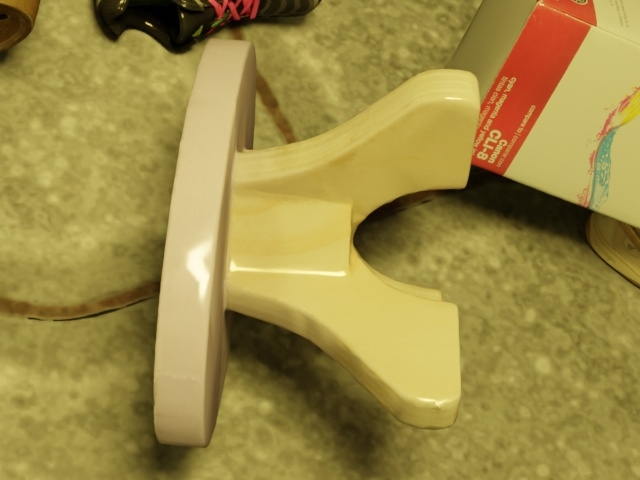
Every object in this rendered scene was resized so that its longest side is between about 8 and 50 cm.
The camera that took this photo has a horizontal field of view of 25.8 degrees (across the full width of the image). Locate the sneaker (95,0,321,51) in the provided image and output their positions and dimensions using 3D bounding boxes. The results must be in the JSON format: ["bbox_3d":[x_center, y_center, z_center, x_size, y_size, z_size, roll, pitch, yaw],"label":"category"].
[{"bbox_3d":[-0.080,-0.166,0.978,0.170,0.063,0.075,4,61,-12],"label":"sneaker"}]

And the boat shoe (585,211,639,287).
[{"bbox_3d":[0.271,0.022,1.000,0.170,0.059,0.063,33,57,0],"label":"boat shoe"}]

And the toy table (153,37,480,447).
[{"bbox_3d":[0.000,0.000,0.825,0.161,0.252,0.274,4,60,0],"label":"toy table"}]

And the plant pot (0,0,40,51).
[{"bbox_3d":[-0.255,-0.250,0.880,0.237,0.237,0.254,-5,78,-22],"label":"plant pot"}]

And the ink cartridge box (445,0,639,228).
[{"bbox_3d":[0.190,-0.105,0.938,0.176,0.127,0.128,20,33,-11],"label":"ink cartridge box"}]
